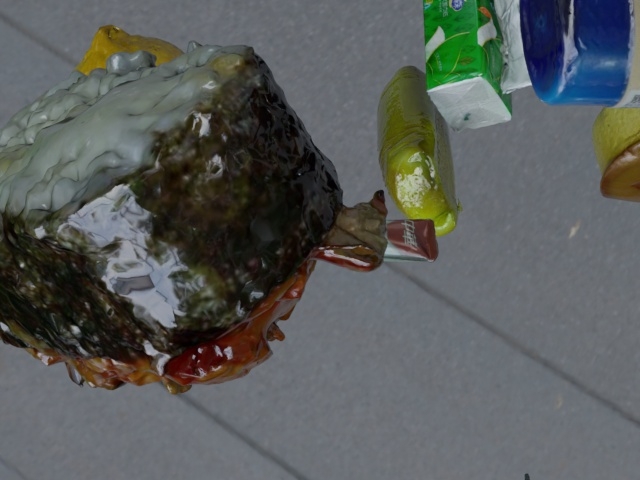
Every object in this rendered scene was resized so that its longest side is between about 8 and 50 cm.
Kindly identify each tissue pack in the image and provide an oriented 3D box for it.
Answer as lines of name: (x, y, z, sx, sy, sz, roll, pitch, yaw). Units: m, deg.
tissue pack: (0.258, -0.307, 1.759, 0.156, 0.209, 0.148, -11, 152, 22)

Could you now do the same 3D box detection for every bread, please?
bread: (0.154, -0.150, 1.839, 0.112, 0.383, 0.166, -19, 120, 14)
bread: (0.524, -0.146, 1.591, 0.270, 0.270, 0.148, -36, 55, 40)

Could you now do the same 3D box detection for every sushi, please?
sushi: (-0.111, -0.014, 0.701, 0.343, 0.196, 0.182, -1, 139, 49)

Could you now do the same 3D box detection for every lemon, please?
lemon: (-0.212, -0.139, 1.339, 0.188, 0.188, 0.256, -11, 111, 35)

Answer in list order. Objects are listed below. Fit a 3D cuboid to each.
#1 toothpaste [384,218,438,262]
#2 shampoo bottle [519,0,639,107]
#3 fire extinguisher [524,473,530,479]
toothpaste: (0.000, 0.000, 1.131, 0.239, 0.062, 0.039, 0, 135, -1)
shampoo bottle: (0.194, -0.112, 0.572, 0.050, 0.183, 0.087, 160, 107, -71)
fire extinguisher: (0.171, 0.232, 0.907, 0.022, 0.028, 0.083, -4, 116, 6)
